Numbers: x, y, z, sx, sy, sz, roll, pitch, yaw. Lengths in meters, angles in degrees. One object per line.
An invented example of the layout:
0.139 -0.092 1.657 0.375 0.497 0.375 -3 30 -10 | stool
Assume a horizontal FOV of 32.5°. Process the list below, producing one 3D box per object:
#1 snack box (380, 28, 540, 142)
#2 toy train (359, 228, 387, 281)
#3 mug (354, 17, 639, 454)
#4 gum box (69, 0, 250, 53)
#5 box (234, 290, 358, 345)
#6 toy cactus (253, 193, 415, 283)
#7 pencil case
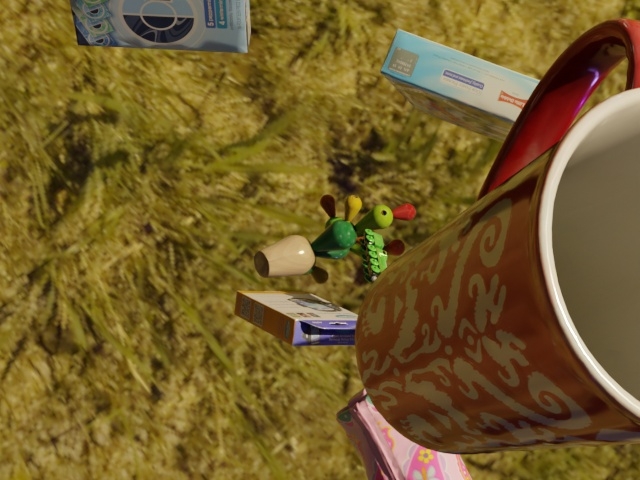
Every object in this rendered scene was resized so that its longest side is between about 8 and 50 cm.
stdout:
0.194 -0.178 1.380 0.322 0.187 0.060 6 107 -77 | snack box
0.052 0.016 1.036 0.023 0.083 0.017 23 117 -17 | toy train
0.096 0.014 0.415 0.113 0.169 0.150 39 65 -7 | mug
-0.167 -0.268 1.126 0.184 0.041 0.157 2 140 1 | gum box
-0.015 0.074 1.028 0.081 0.136 0.028 3 101 -31 | box
0.000 0.000 1.362 0.180 0.219 0.112 -15 91 -36 | toy cactus
0.125 0.309 1.350 0.124 0.284 0.124 -20 154 -10 | pencil case
